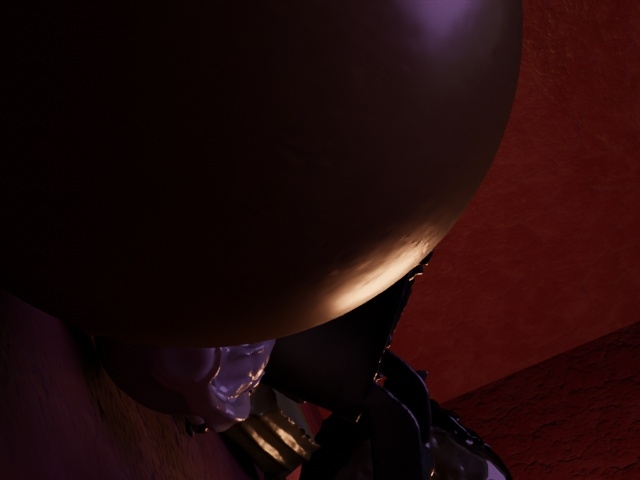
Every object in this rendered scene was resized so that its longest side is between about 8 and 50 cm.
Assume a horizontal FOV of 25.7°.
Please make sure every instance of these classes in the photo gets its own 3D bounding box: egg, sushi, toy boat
[{"bbox_3d":[-0.065,-0.105,0.671,0.301,0.301,0.374,68,-11,-20],"label":"egg"},{"bbox_3d":[0.110,0.354,1.941,0.299,0.281,0.294,51,0,-1],"label":"sushi"},{"bbox_3d":[-0.065,0.192,1.558,0.276,0.084,0.111,66,-1,-61],"label":"toy boat"}]

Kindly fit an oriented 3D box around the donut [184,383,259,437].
[{"bbox_3d":[-0.115,0.063,1.281,0.141,0.085,0.217,69,-3,-82],"label":"donut"}]

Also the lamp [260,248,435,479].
[{"bbox_3d":[-0.038,0.023,1.129,0.205,0.272,0.374,-35,127,-80],"label":"lamp"}]

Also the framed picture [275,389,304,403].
[{"bbox_3d":[-0.075,0.070,1.348,0.201,0.010,0.135,18,-58,60],"label":"framed picture"}]

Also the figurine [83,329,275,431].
[{"bbox_3d":[-0.096,0.028,0.937,0.162,0.141,0.236,-104,173,-61],"label":"figurine"}]
